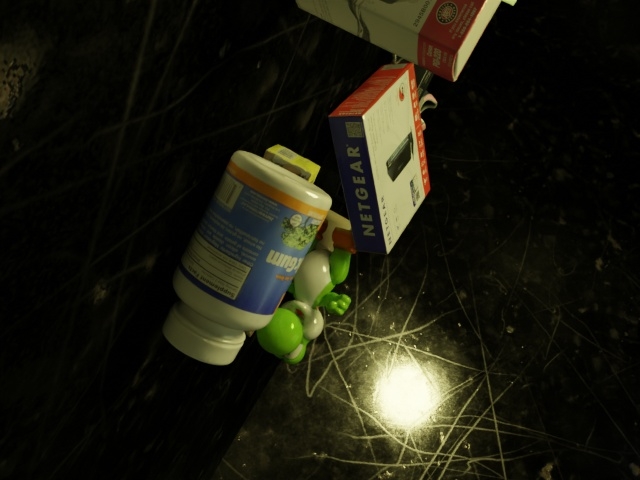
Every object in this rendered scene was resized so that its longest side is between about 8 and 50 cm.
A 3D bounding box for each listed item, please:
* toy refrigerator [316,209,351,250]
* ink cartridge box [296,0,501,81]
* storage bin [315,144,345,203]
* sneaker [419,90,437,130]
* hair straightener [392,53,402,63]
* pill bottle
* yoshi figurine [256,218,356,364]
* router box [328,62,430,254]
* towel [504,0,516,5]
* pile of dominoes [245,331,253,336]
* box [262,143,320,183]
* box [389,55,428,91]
[{"bbox_3d":[0.000,0.000,1.698,0.094,0.102,0.269,-63,173,21],"label":"toy refrigerator"},{"bbox_3d":[0.093,-0.306,0.696,0.159,0.217,0.092,-61,167,0],"label":"ink cartridge box"},{"bbox_3d":[0.070,-0.194,1.506,0.180,0.084,0.122,-55,171,-33],"label":"storage bin"},{"bbox_3d":[0.261,-0.362,1.978,0.319,0.131,0.112,-59,173,-11],"label":"sneaker"},{"bbox_3d":[0.194,-0.449,1.349,0.047,0.089,0.230,-60,173,-17],"label":"hair straightener"},{"bbox_3d":[-0.109,0.028,0.852,0.272,0.152,0.152,-63,173,9],"label":"pill bottle"},{"bbox_3d":[-0.044,0.127,1.449,0.203,0.203,0.362,34,-73,63],"label":"yoshi figurine"},{"bbox_3d":[0.147,-0.189,1.408,0.301,0.082,0.336,-52,138,-45],"label":"router box"},{"bbox_3d":[0.359,-0.591,1.071,0.247,0.038,0.325,-3,129,-43],"label":"towel"},{"bbox_3d":[-0.138,0.170,1.652,0.196,0.040,0.251,-59,172,-15],"label":"pile of dominoes"},{"bbox_3d":[-0.088,-0.035,1.022,0.232,0.087,0.058,-65,174,24],"label":"box"},{"bbox_3d":[0.231,-0.427,1.644,0.261,0.103,0.184,-63,169,15],"label":"box"}]
